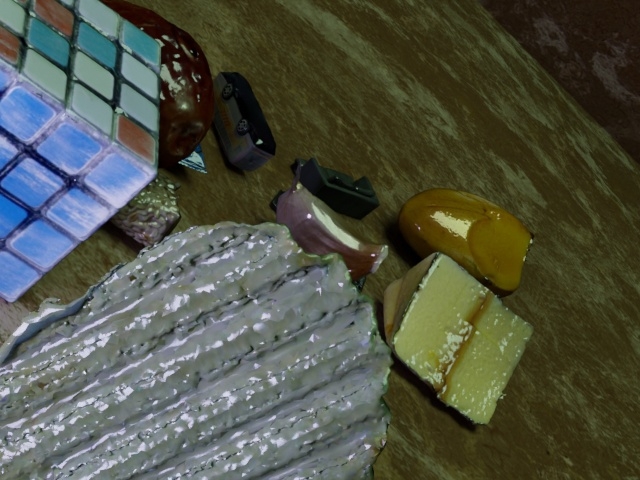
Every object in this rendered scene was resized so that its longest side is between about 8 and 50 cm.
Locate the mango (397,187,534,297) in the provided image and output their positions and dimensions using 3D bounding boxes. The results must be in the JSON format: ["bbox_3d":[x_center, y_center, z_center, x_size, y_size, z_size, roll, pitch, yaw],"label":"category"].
[{"bbox_3d":[0.234,-0.008,2.519,0.257,0.138,0.187,32,48,-26],"label":"mango"}]

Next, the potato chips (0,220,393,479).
[{"bbox_3d":[-0.123,0.187,1.347,0.358,0.429,0.070,62,-1,0],"label":"potato chips"}]

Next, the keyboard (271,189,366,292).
[{"bbox_3d":[0.001,-0.001,2.263,0.196,0.015,0.074,46,25,-7],"label":"keyboard"}]

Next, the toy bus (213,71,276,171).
[{"bbox_3d":[-0.126,-0.182,2.242,0.057,0.072,0.172,24,33,-45],"label":"toy bus"}]

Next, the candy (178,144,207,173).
[{"bbox_3d":[-0.210,-0.148,2.103,0.088,0.038,0.136,19,29,-26],"label":"candy"}]

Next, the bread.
[{"bbox_3d":[0.217,0.159,2.246,0.240,0.135,0.178,40,26,-24],"label":"bread"}]

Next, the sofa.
[{"bbox_3d":[0.029,-0.096,2.388,0.147,0.060,0.085,17,39,-48],"label":"sofa"}]

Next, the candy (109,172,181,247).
[{"bbox_3d":[-0.234,-0.049,1.869,0.110,0.085,0.095,27,22,-32],"label":"candy"}]

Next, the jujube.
[{"bbox_3d":[-0.251,-0.210,1.850,0.197,0.197,0.290,15,24,-51],"label":"jujube"}]

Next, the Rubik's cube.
[{"bbox_3d":[-0.347,-0.137,1.598,0.259,0.256,0.253,36,28,-27],"label":"Rubik's cube"}]

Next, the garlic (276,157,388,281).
[{"bbox_3d":[-0.001,-0.020,2.150,0.198,0.128,0.090,50,41,-5],"label":"garlic"}]
